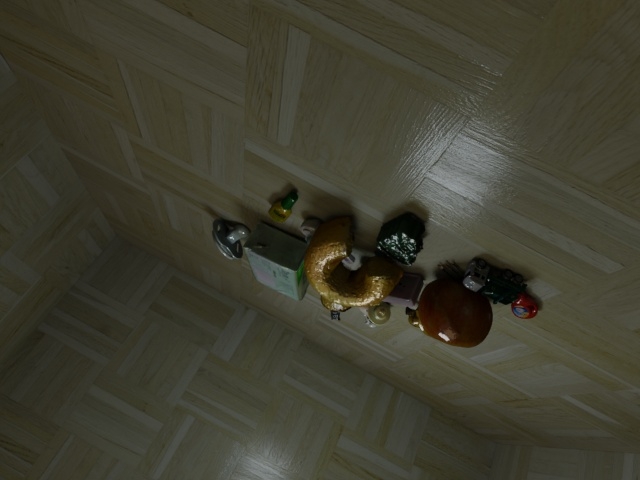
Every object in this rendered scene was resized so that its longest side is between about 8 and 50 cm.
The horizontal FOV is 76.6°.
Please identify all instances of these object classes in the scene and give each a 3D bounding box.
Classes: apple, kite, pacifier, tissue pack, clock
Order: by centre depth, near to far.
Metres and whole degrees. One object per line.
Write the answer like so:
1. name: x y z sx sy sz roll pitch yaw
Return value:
1. apple: 0.561 0.318 1.701 0.302 0.301 0.301 23 153 13
2. kite: 0.599 0.162 1.704 0.245 0.015 0.141 36 152 -20
3. clock: 0.363 0.218 1.883 0.197 0.150 0.063 6 142 38
4. tissue pack: -0.219 0.122 2.222 0.332 0.205 0.404 22 152 13
5. pacifier: -0.495 -0.017 2.328 0.207 0.227 0.279 -27 130 12

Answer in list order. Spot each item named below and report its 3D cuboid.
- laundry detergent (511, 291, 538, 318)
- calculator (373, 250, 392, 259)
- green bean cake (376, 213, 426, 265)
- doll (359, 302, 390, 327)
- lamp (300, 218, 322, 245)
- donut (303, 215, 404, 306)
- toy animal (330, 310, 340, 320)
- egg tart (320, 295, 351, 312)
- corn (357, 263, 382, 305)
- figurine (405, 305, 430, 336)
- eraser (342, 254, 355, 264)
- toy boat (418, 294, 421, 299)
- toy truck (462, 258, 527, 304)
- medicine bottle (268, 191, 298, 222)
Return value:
1. laundry detergent: 0.814 0.254 1.617 0.098 0.049 0.165 4 143 29
2. calculator: 0.296 0.095 1.879 0.094 0.019 0.141 6 146 43
3. green bean cake: 0.341 0.004 1.583 0.193 0.107 0.208 36 151 -11
4. doll: 0.322 0.430 2.335 0.208 0.144 0.271 34 159 42
5. lamp: -0.002 0.001 1.910 0.180 0.107 0.246 -9 135 45
6. donut: 0.115 0.135 1.774 0.435 0.163 0.377 38 126 -2
7. toy animal: 0.092 0.361 2.384 0.121 0.117 0.209 7 103 28
8. egg tart: 0.095 0.270 2.189 0.215 0.215 0.170 14 139 28
9. corn: 0.262 0.227 2.047 0.124 0.122 0.305 -1 146 19
10. figurine: 0.544 0.389 1.991 0.193 0.167 0.257 23 158 -18
11. eraser: 0.121 0.092 2.036 0.065 0.026 0.105 40 151 -25
12. toy boat: 0.521 0.249 1.882 0.140 0.066 0.059 -24 115 24
13. toy truck: 0.657 0.169 1.545 0.216 0.116 0.110 25 153 8
14. medicine bottle: -0.164 -0.154 1.845 0.095 0.064 0.260 35 152 -10
